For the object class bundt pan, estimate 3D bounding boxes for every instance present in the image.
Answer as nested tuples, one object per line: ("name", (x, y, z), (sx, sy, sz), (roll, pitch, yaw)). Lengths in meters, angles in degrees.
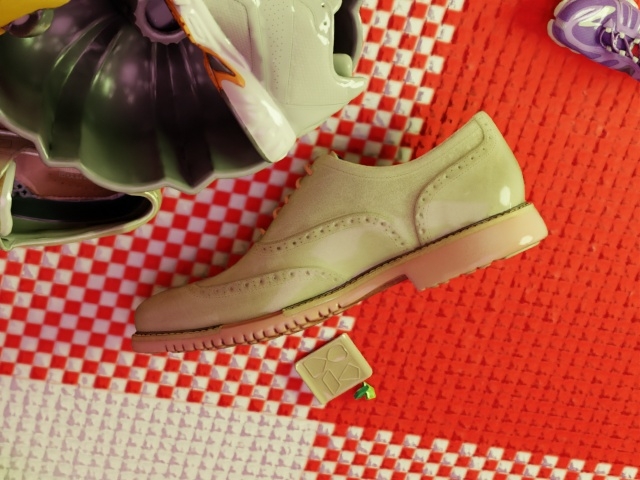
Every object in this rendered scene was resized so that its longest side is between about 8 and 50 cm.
("bundt pan", (-0.132, -0.210, 1.410), (0.330, 0.124, 0.331), (-5, 121, -9))

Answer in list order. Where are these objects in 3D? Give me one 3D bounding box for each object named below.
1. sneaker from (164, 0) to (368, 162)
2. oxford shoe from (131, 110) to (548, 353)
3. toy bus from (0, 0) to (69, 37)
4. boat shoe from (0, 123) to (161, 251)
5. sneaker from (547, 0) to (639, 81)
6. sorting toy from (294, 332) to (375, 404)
("sneaker", (-0.054, -0.190, 1.321), (0.121, 0.099, 0.262), (-32, 128, -1))
("oxford shoe", (0.000, 0.000, 1.575), (0.397, 0.140, 0.146), (-19, 90, 6))
("toy bus", (-0.345, -0.181, 1.296), (0.332, 0.108, 0.130), (-18, 85, 33))
("boat shoe", (-0.283, -0.053, 1.459), (0.302, 0.103, 0.113), (-4, 116, -18))
("sneaker", (0.285, -0.175, 1.540), (0.170, 0.071, 0.068), (19, 114, -19))
("sorting toy", (0.019, 0.136, 1.699), (0.062, 0.012, 0.083), (-33, 117, 3))
